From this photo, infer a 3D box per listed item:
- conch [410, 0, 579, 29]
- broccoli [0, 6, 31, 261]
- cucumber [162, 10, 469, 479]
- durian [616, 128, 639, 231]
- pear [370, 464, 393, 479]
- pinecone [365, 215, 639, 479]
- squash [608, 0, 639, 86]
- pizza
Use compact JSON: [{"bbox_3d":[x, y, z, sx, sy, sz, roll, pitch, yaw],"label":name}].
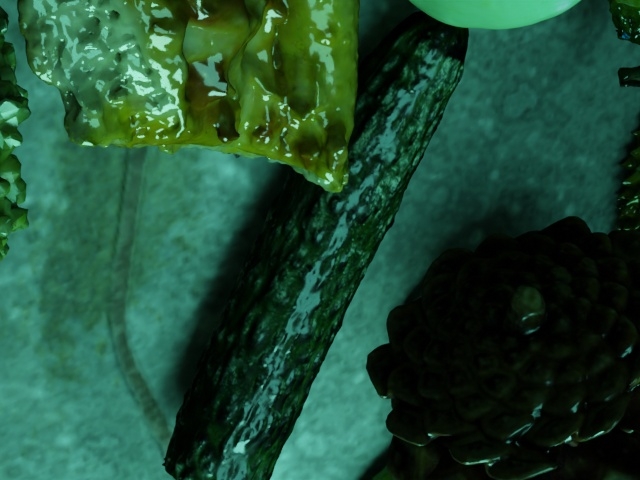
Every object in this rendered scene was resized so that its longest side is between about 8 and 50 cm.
[{"bbox_3d":[0.059,-0.186,0.654,0.250,0.137,0.143,33,52,-61],"label":"conch"},{"bbox_3d":[-0.224,-0.028,0.549,0.242,0.180,0.273,22,103,-41],"label":"broccoli"},{"bbox_3d":[0.000,0.000,0.794,0.067,0.067,0.293,18,101,-39],"label":"cucumber"},{"bbox_3d":[0.270,-0.048,0.917,0.186,0.108,0.119,-35,130,-12],"label":"durian"},{"bbox_3d":[0.124,0.220,0.969,0.288,0.139,0.239,-38,122,-12],"label":"pear"},{"bbox_3d":[0.135,0.095,0.849,0.207,0.208,0.208,-16,124,-26],"label":"pinecone"},{"bbox_3d":[0.163,-0.231,0.755,0.087,0.087,0.331,-19,123,-24],"label":"squash"},{"bbox_3d":[-0.064,-0.149,0.635,0.182,0.074,0.365,-46,133,-36],"label":"pizza"}]
